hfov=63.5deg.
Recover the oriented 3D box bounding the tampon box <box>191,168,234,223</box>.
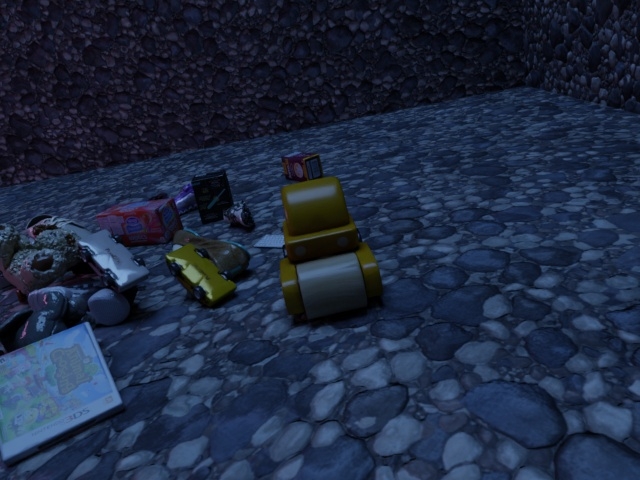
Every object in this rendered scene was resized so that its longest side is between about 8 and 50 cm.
[{"bbox_3d":[-0.388,-0.161,1.882,0.120,0.161,0.101,-11,21,-1],"label":"tampon box"}]

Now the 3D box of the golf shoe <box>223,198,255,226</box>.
[{"bbox_3d":[-0.279,-0.075,1.751,0.093,0.077,0.198,-29,19,-4],"label":"golf shoe"}]

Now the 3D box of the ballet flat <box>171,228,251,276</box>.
[{"bbox_3d":[-0.335,0.050,1.427,0.342,0.116,0.124,14,51,41],"label":"ballet flat"}]

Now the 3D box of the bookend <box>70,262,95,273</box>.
[{"bbox_3d":[-0.691,0.041,1.654,0.157,0.073,0.156,-1,23,24],"label":"bookend"}]

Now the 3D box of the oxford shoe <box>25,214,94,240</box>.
[{"bbox_3d":[-0.941,-0.020,1.870,0.449,0.130,0.169,9,28,41],"label":"oxford shoe"}]

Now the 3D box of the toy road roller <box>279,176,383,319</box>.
[{"bbox_3d":[0.000,0.000,1.152,0.202,0.241,0.330,-13,21,-1],"label":"toy road roller"}]

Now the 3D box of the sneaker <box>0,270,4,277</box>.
[{"bbox_3d":[-0.910,0.081,1.653,0.237,0.085,0.086,-10,-19,-27],"label":"sneaker"}]

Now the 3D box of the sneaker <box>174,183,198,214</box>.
[{"bbox_3d":[-0.537,-0.170,2.065,0.236,0.105,0.095,-21,24,-20],"label":"sneaker"}]

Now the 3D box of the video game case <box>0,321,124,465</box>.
[{"bbox_3d":[-0.482,0.261,0.926,0.193,0.023,0.212,-22,49,-26],"label":"video game case"}]

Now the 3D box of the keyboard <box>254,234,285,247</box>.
[{"bbox_3d":[-0.074,0.004,1.499,0.255,0.014,0.072,1,25,31],"label":"keyboard"}]

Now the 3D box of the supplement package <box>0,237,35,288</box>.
[{"bbox_3d":[-1.006,0.076,1.687,0.179,0.105,0.105,-27,24,-35],"label":"supplement package"}]

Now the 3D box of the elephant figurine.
[{"bbox_3d":[-0.624,0.209,1.110,0.239,0.170,0.186,-12,-17,15],"label":"elephant figurine"}]

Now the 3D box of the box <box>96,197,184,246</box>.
[{"bbox_3d":[-0.627,-0.062,1.804,0.256,0.128,0.123,-5,22,19],"label":"box"}]

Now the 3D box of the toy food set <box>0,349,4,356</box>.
[{"bbox_3d":[-0.734,0.252,1.099,0.071,0.128,0.218,28,30,1],"label":"toy food set"}]

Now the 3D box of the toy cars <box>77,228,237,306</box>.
[{"bbox_3d":[-0.400,0.082,1.266,0.393,0.087,0.177,10,41,-8],"label":"toy cars"}]

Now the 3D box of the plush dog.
[{"bbox_3d":[-0.789,0.049,1.499,0.262,0.211,0.225,25,40,17],"label":"plush dog"}]

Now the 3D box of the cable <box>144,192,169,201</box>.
[{"bbox_3d":[-0.635,-0.118,1.988,0.184,0.047,0.151,-15,45,31],"label":"cable"}]

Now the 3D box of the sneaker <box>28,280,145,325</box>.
[{"bbox_3d":[-0.578,0.141,1.300,0.268,0.102,0.153,2,22,10],"label":"sneaker"}]

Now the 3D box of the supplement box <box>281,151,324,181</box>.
[{"bbox_3d":[-0.078,-0.310,2.174,0.080,0.104,0.188,-24,24,-29],"label":"supplement box"}]
